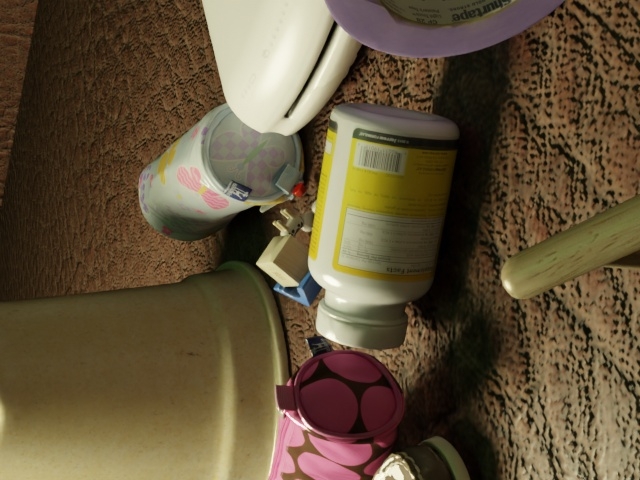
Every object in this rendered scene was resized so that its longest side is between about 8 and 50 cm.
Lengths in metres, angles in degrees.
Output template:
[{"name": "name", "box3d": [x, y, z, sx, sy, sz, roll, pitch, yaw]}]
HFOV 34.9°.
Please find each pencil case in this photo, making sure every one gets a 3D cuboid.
[{"name": "pencil case", "box3d": [-0.118, -0.072, 1.156, 0.273, 0.124, 0.113, -18, 52, 63]}, {"name": "pencil case", "box3d": [0.003, 0.172, 0.839, 0.209, 0.098, 0.095, 100, 156, -50]}]

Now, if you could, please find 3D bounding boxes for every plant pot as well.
[{"name": "plant pot", "box3d": [-0.238, 0.182, 1.162, 0.334, 0.306, 0.333, -177, 90, -65]}]

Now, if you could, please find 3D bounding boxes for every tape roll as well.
[{"name": "tape roll", "box3d": [0.084, -0.210, 0.649, 0.189, 0.189, 0.080, 123, 141, -47]}]

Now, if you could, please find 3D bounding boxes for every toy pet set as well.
[{"name": "toy pet set", "box3d": [0.000, 0.000, 0.988, 0.114, 0.065, 0.122, -57, 21, -19]}]

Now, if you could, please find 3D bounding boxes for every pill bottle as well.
[{"name": "pill bottle", "box3d": [0.046, -0.012, 0.811, 0.103, 0.103, 0.184, -145, 61, -61]}]

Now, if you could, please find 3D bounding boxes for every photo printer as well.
[{"name": "photo printer", "box3d": [-0.035, -0.277, 1.005, 0.256, 0.107, 0.307, 121, 143, -46]}]

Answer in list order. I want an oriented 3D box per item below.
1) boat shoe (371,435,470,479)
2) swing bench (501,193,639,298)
[{"name": "boat shoe", "box3d": [0.037, 0.303, 0.805, 0.116, 0.097, 0.324, -129, 48, -56]}, {"name": "swing bench", "box3d": [0.172, -0.137, 0.388, 0.254, 0.165, 0.253, -45, 48, 52]}]
